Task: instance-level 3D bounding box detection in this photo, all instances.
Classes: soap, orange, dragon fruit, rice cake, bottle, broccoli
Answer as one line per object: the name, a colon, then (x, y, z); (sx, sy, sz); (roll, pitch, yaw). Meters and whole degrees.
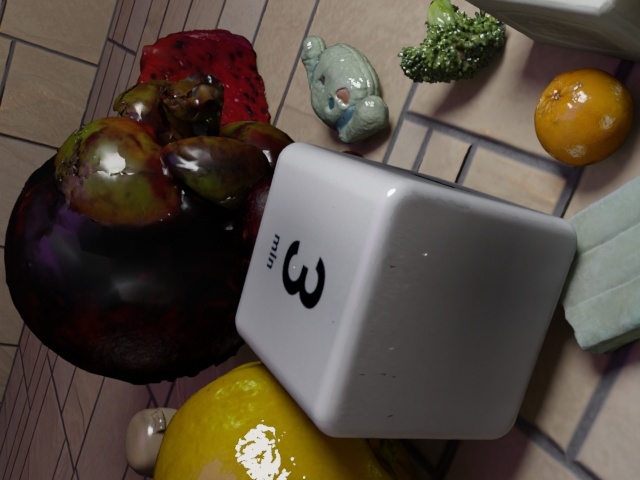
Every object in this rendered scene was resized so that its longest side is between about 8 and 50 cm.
soap: (0.214, -0.204, 0.552); (0.183, 0.121, 0.063); (42, 113, 55)
orange: (-0.024, 0.245, 0.637); (0.235, 0.279, 0.279); (-35, 41, 2)
dragon fruit: (-0.171, -0.226, 1.153); (0.302, 0.240, 0.330); (101, -175, -55)
rice cake: (0.262, -0.004, 0.485); (0.211, 0.038, 0.124); (-46, 43, 38)
orange: (0.219, -0.103, 0.556); (0.083, 0.070, 0.083); (-35, 47, 47)
bottle: (-0.147, 0.265, 0.856); (0.110, 0.209, 0.097); (-57, 37, 29)
broccoli: (0.137, -0.211, 0.705); (0.097, 0.095, 0.092); (-46, 56, 49)

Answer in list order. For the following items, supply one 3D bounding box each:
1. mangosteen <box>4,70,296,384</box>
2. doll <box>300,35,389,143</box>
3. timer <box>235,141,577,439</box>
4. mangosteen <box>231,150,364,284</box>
mangosteen: (-0.224, -0.017, 0.931); (0.381, 0.381, 0.421); (21, 90, 57)
doll: (0.030, -0.202, 0.884); (0.214, 0.072, 0.103); (57, 139, 38)
timer: (0.062, 0.038, 0.569); (0.195, 0.194, 0.192); (31, 108, 58)
mangosteen: (0.000, 0.000, 0.753); (0.210, 0.210, 0.209); (-26, 58, 51)
